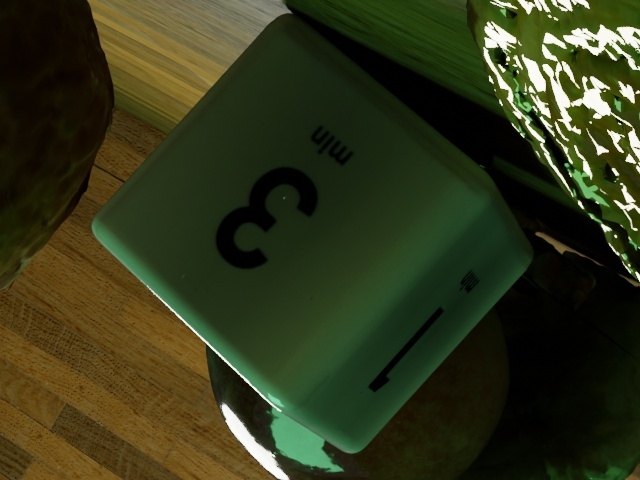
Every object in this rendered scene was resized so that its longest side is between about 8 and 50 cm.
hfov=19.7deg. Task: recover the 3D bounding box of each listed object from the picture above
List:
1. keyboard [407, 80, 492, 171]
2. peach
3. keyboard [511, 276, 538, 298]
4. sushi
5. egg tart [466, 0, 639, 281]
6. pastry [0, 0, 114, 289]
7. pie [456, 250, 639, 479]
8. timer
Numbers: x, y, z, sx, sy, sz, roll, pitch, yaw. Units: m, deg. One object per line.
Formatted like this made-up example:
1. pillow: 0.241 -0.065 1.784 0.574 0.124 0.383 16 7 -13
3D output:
1. keyboard: 0.088 -0.072 1.249 0.060 0.018 0.195 27 178 7
2. peach: 0.024 0.078 1.428 0.252 0.252 0.252 30 178 1
3. keyboard: 0.099 -0.021 1.531 0.204 0.013 0.061 42 -173 22
4. sushi: 0.156 -0.002 1.438 0.210 0.040 0.193 41 -175 34
5. egg tart: 0.159 -0.008 0.509 0.297 0.132 0.297 45 176 4
6. pastry: -0.336 -0.120 1.416 0.388 0.388 0.313 31 161 -30
7. pie: 0.152 0.121 1.530 0.306 0.306 0.071 28 161 44
8. timer: 0.000 0.000 1.222 0.192 0.195 0.194 42 180 22
